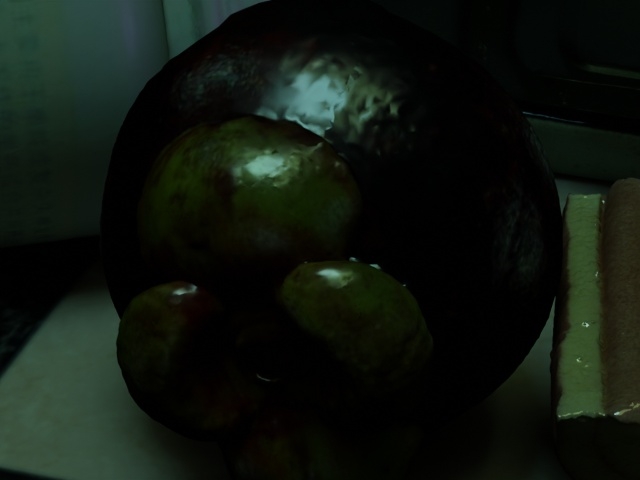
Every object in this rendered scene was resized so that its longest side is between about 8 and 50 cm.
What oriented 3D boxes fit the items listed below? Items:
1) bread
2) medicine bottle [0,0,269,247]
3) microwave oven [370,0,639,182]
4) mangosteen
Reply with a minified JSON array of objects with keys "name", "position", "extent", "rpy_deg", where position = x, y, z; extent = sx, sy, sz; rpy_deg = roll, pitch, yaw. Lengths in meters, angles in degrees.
[{"name":"bread","position":[0.144,0.057,0.640],"extent":[0.119,0.067,0.192],"rpy_deg":[45,28,-11]},{"name":"medicine bottle","position":[-0.185,-0.099,0.769],"extent":[0.378,0.214,0.213],"rpy_deg":[-7,32,-15]},{"name":"microwave oven","position":[0.229,-0.195,0.839],"extent":[0.394,0.333,0.247],"rpy_deg":[10,37,14]},{"name":"mangosteen","position":[0.000,0.000,0.630],"extent":[0.209,0.210,0.210],"rpy_deg":[1,31,0]}]
